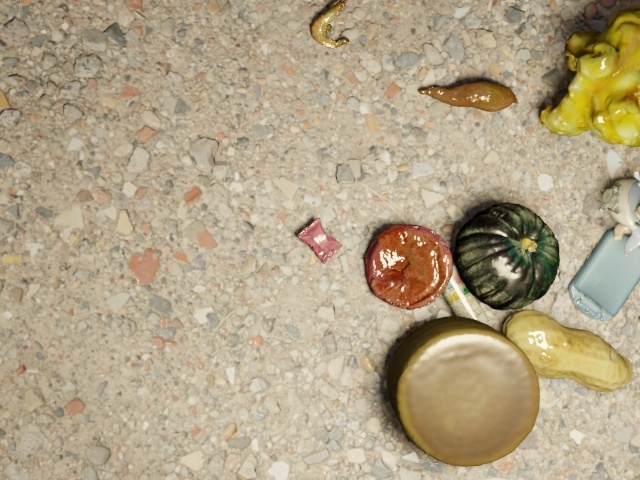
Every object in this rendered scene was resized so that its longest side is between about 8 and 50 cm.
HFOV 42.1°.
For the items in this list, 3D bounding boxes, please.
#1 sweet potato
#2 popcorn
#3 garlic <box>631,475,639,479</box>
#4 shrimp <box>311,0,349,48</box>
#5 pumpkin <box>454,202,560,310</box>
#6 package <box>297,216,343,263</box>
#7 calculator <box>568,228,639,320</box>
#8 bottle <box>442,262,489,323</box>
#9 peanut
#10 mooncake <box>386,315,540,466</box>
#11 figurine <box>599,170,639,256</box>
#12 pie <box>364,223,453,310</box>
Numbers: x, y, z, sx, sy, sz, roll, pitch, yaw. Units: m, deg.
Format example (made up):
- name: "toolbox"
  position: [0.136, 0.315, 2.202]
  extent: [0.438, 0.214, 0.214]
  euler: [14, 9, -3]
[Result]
- name: "sweet potato"
  position: [0.323, -0.309, 1.760]
  extent: [0.226, 0.068, 0.068]
  euler: [3, 85, -8]
- name: "popcorn"
  position: [0.645, -0.315, 1.710]
  extent: [0.321, 0.290, 0.325]
  euler: [-38, 121, -14]
- name: "garlic"
  position: [0.660, 0.581, 1.669]
  extent: [0.237, 0.292, 0.210]
  euler: [-43, 103, 15]
- name: "shrimp"
  position: [0.036, -0.453, 1.747]
  extent: [0.083, 0.023, 0.114]
  euler: [41, 86, -7]
- name: "pumpkin"
  position: [0.376, 0.031, 1.684]
  extent: [0.221, 0.162, 0.220]
  euler: [11, 64, -23]
- name: "package"
  position: [0.000, 0.000, 1.701]
  extent: [0.059, 0.029, 0.083]
  euler: [-43, 102, -6]
- name: "calculator"
  position: [0.624, 0.073, 1.790]
  extent: [0.121, 0.039, 0.210]
  euler: [37, 80, -6]
- name: "bottle"
  position: [0.271, 0.085, 1.721]
  extent: [0.060, 0.060, 0.217]
  euler: [-30, 92, -10]
- name: "peanut"
  position: [0.509, 0.234, 1.716]
  extent: [0.290, 0.130, 0.130]
  euler: [20, 83, -6]
- name: "mooncake"
  position: [0.275, 0.291, 1.643]
  extent: [0.285, 0.155, 0.284]
  euler: [0, 100, -3]
- name: "figurine"
  position: [0.679, -0.056, 1.756]
  extent: [0.184, 0.128, 0.208]
  euler: [27, 45, -6]
- name: "pie"
  position: [0.178, 0.052, 1.693]
  extent: [0.183, 0.049, 0.182]
  euler: [1, 93, 15]
